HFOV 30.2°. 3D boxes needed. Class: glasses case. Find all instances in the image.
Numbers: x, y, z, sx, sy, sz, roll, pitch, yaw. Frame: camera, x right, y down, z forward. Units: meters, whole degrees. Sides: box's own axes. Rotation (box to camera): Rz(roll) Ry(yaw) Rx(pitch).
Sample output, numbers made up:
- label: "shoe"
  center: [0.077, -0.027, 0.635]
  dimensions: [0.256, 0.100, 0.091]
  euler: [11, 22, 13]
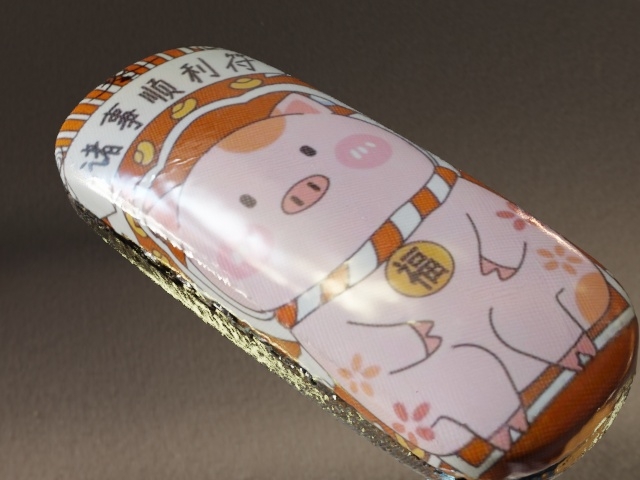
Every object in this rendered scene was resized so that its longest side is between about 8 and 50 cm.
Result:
- label: "glasses case"
  center: [0.000, 0.000, 0.472]
  dimensions: [0.103, 0.267, 0.067]
  euler: [-41, -34, -26]
